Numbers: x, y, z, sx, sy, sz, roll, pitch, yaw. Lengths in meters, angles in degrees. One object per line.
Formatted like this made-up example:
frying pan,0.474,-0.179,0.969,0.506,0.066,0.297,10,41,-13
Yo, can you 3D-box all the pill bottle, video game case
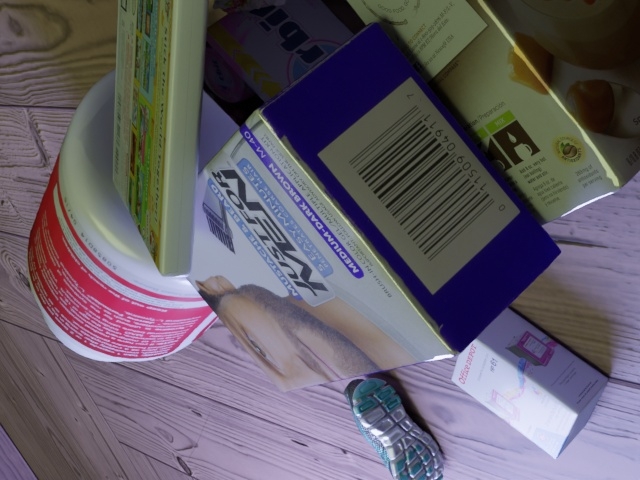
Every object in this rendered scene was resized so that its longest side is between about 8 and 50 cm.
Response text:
pill bottle,-0.179,-0.005,1.141,0.229,0.229,0.407,49,150,1
video game case,-0.120,-0.116,0.801,0.206,0.026,0.227,-132,44,-61

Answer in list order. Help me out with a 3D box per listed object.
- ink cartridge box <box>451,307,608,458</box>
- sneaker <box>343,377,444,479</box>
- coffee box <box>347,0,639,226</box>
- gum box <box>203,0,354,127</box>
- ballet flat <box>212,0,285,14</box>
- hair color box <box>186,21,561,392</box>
ink cartridge box,0.183,0.124,0.981,0.122,0.052,0.088,37,149,23
sneaker,0.081,0.219,1.239,0.166,0.065,0.076,61,165,-14
coffee box,0.116,-0.151,0.663,0.246,0.141,0.098,51,152,-4
gum box,-0.004,-0.115,0.900,0.188,0.107,0.062,46,152,5
ballet flat,-0.101,-0.278,0.833,0.077,0.091,0.241,-26,94,29
hair color box,0.000,0.000,0.787,0.185,0.110,0.339,51,160,-3
